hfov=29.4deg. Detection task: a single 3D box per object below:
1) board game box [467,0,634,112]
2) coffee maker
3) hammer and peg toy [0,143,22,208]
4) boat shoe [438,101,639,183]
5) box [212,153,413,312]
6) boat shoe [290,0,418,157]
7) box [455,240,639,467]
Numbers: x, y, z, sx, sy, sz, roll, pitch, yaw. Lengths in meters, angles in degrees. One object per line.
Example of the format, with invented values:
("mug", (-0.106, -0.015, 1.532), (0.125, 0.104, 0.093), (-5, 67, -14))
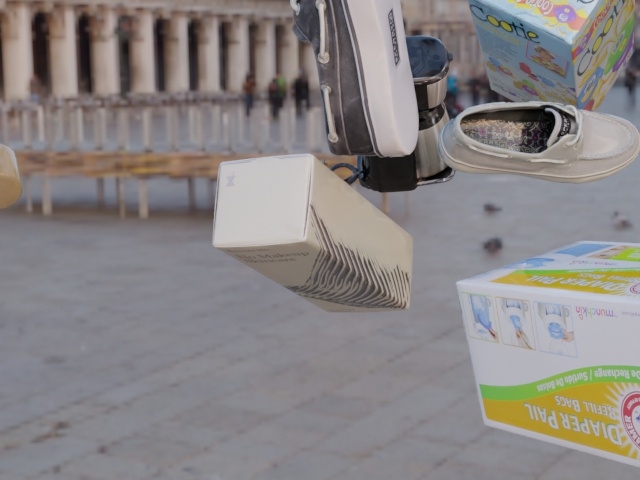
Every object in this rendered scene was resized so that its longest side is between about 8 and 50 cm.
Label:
("board game box", (0.287, -0.265, 1.481), (0.144, 0.142, 0.275), (31, -7, 20))
("coffee maker", (0.081, -0.149, 1.494), (0.171, 0.178, 0.120), (-24, 48, -10))
("hammer and peg toy", (-0.493, -0.082, 1.293), (0.361, 0.266, 0.127), (43, 13, -48))
("boat shoe", (0.243, -0.109, 1.311), (0.227, 0.079, 0.081), (-1, -15, -8))
("box", (0.000, 0.000, 1.300), (0.113, 0.094, 0.275), (-4, -18, 27))
("boat shoe", (0.019, -0.219, 1.151), (0.102, 0.301, 0.108), (-2, 29, 21))
("box", (0.192, 0.065, 0.751), (0.114, 0.103, 0.203), (-17, 10, -27))
